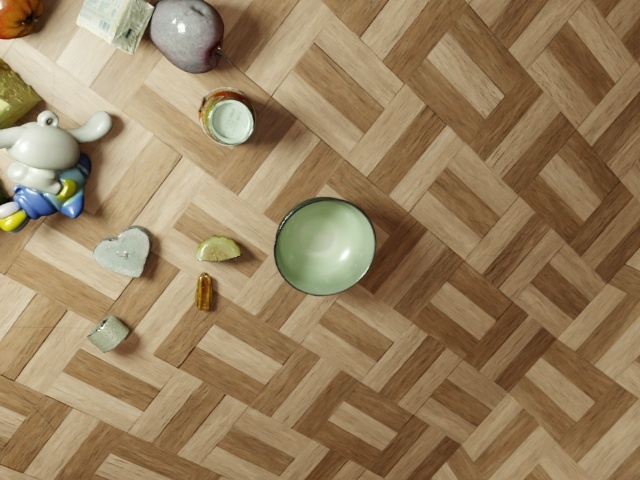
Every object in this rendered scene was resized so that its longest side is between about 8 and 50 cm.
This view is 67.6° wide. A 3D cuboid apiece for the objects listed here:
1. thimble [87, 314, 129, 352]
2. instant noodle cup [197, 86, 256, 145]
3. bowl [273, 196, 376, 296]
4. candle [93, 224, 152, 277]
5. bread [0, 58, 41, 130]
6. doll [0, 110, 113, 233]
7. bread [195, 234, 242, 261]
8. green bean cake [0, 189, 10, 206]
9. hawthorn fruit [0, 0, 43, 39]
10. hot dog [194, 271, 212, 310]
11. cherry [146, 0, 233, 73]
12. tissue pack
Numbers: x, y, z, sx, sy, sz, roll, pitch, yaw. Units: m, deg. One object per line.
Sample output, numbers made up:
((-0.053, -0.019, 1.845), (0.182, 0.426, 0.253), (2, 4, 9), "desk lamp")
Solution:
((-0.733, 0.320, 1.649), (0.115, 0.102, 0.090), (-42, 112, -5), "thimble")
((-0.281, -0.373, 1.467), (0.193, 0.212, 0.193), (-4, 108, -12), "instant noodle cup")
((0.000, 0.000, 1.674), (0.353, 0.185, 0.354), (-4, 109, -12), "bowl")
((-0.644, 0.046, 1.598), (0.192, 0.068, 0.168), (-24, 109, -3), "candle")
((-0.954, -0.412, 1.278), (0.198, 0.236, 0.263), (-42, 112, 2), "bread")
((-0.803, -0.206, 1.392), (0.376, 0.187, 0.366), (-6, 128, -36), "doll")
((-0.359, 0.027, 1.653), (0.157, 0.083, 0.094), (-19, 109, -9), "bread")
((-1.120, -0.160, 1.350), (0.335, 0.218, 0.319), (-30, 105, -9), "green bean cake")
((-0.862, -0.645, 1.253), (0.225, 0.196, 0.197), (30, 99, -12), "hawthorn fruit")
((-0.419, 0.183, 1.715), (0.062, 0.038, 0.144), (3, 105, -11), "hot dog")
((-0.376, -0.594, 1.379), (0.266, 0.184, 0.213), (16, 146, -10), "cherry")
((-0.572, -0.624, 1.326), (0.148, 0.196, 0.092), (-60, 153, 9), "tissue pack")
